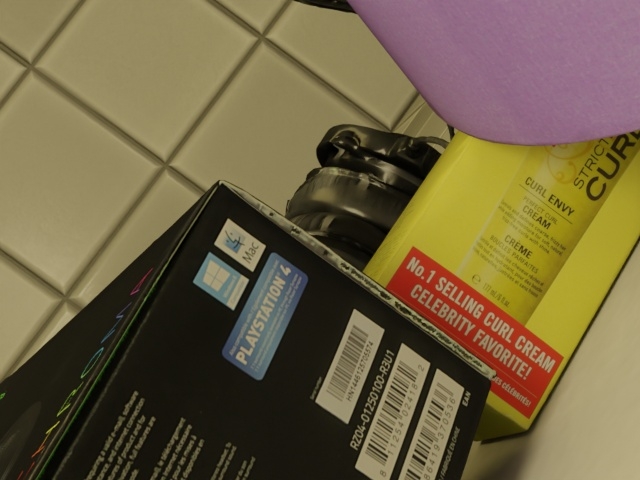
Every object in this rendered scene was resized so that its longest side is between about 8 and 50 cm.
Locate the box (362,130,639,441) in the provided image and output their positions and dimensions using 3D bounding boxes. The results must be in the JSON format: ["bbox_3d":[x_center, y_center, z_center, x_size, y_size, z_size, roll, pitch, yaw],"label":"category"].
[{"bbox_3d":[0.101,-0.032,0.475,0.232,0.087,0.058,-54,3,-20],"label":"box"}]

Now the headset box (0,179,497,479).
[{"bbox_3d":[-0.098,0.152,0.414,0.283,0.131,0.246,-35,23,52],"label":"headset box"}]

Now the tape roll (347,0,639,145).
[{"bbox_3d":[0.130,-0.166,0.426,0.275,0.090,0.275,-32,30,21],"label":"tape roll"}]

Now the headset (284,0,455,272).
[{"bbox_3d":[0.000,0.000,0.712,0.243,0.185,0.394,-57,-7,-43],"label":"headset"}]
